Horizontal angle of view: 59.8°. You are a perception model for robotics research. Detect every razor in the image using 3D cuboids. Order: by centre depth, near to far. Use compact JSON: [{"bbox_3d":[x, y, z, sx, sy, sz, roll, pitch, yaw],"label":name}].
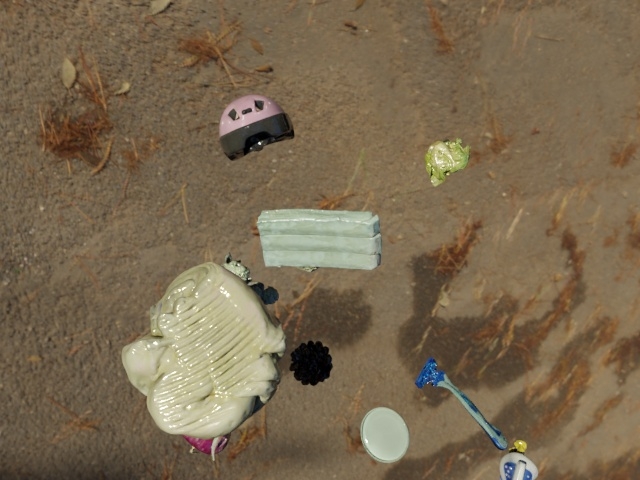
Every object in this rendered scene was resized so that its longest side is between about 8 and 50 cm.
[{"bbox_3d":[0.400,0.456,1.511,0.324,0.056,0.093,44,58,-3],"label":"razor"}]

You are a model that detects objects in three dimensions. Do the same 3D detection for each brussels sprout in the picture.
[{"bbox_3d":[0.203,-0.139,0.913,0.085,0.085,0.058,-43,102,-6],"label":"brussels sprout"}]

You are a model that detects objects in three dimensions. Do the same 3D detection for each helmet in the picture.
[{"bbox_3d":[-0.178,-0.304,1.466,0.198,0.253,0.154,-22,105,0],"label":"helmet"}]

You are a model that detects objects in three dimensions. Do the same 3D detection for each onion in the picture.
[{"bbox_3d":[-0.385,0.635,1.863,0.153,0.177,0.177,-36,129,-26],"label":"onion"}]

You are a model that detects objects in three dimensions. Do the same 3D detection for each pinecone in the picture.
[{"bbox_3d":[-0.032,0.370,1.686,0.120,0.140,0.140,23,101,-51],"label":"pinecone"}]

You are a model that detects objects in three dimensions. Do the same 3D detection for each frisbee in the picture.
[{"bbox_3d":[0.133,0.400,1.147,0.014,0.110,0.110,12,109,-58],"label":"frisbee"}]

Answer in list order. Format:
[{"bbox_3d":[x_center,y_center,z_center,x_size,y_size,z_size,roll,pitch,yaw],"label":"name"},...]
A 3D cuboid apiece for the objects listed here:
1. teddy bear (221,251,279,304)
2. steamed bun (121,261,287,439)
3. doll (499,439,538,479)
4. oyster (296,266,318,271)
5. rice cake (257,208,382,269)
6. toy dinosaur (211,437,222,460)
[{"bbox_3d":[-0.222,0.136,1.595,0.133,0.213,0.111,21,104,-50],"label":"teddy bear"},{"bbox_3d":[-0.259,0.257,1.278,0.339,0.247,0.352,-42,88,-13],"label":"steamed bun"},{"bbox_3d":[0.517,0.670,1.480,0.293,0.119,0.138,-62,163,-50],"label":"doll"},{"bbox_3d":[-0.045,0.080,1.746,0.100,0.098,0.037,-2,89,-12],"label":"oyster"},{"bbox_3d":[0.000,0.000,0.945,0.211,0.038,0.124,5,133,13],"label":"rice cake"},{"bbox_3d":[-0.270,0.467,1.521,0.167,0.242,0.053,-15,159,13],"label":"toy dinosaur"}]
